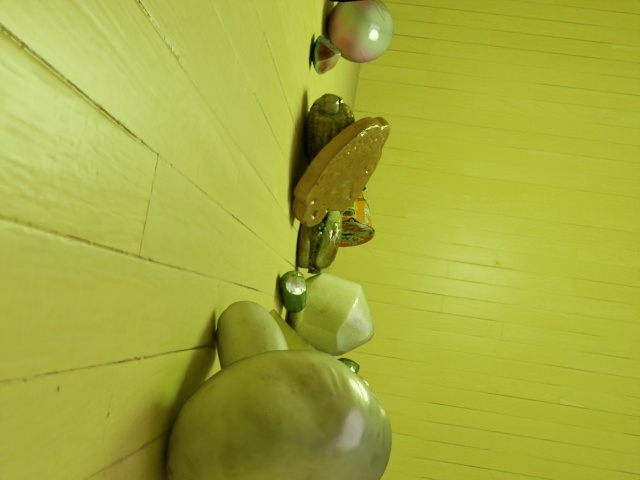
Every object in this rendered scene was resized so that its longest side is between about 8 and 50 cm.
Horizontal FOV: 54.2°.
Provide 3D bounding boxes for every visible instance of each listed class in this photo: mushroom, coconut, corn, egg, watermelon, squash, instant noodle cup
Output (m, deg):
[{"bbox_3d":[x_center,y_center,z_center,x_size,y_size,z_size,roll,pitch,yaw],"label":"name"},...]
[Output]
[{"bbox_3d":[-0.076,0.236,0.864,0.336,0.315,0.314,-123,-151,-47],"label":"mushroom"},{"bbox_3d":[0.041,0.231,1.908,0.237,0.266,0.237,22,90,-88],"label":"coconut"},{"bbox_3d":[0.022,-0.260,1.681,0.347,0.130,0.130,94,6,-59],"label":"corn"},{"bbox_3d":[0.112,-0.611,1.794,0.271,0.196,0.196,-4,102,-77],"label":"egg"},{"bbox_3d":[0.012,-0.469,1.571,0.084,0.072,0.092,146,-50,-73],"label":"watermelon"},{"bbox_3d":[-0.070,0.135,1.632,0.239,0.069,0.069,89,10,-66],"label":"squash"},{"bbox_3d":[0.078,-0.100,2.194,0.230,0.230,0.182,87,4,-67],"label":"instant noodle cup"}]

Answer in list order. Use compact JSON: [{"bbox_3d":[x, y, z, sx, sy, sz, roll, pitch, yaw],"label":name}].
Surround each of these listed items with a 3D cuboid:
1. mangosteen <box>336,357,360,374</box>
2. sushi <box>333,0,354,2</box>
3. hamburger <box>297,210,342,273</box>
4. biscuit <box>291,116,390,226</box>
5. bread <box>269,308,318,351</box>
[{"bbox_3d":[-0.008,0.478,1.753,0.311,0.311,0.311,8,90,-85],"label":"mangosteen"},{"bbox_3d":[0.097,-0.660,1.436,0.213,0.204,0.199,-169,-97,-89],"label":"sushi"},{"bbox_3d":[0.000,0.000,1.924,0.189,0.122,0.215,-75,174,-55],"label":"hamburger"},{"bbox_3d":[0.047,-0.173,1.637,0.312,0.057,0.351,-36,160,-25],"label":"biscuit"},{"bbox_3d":[-0.080,0.283,1.514,0.178,0.142,0.266,54,-18,28],"label":"bread"}]
